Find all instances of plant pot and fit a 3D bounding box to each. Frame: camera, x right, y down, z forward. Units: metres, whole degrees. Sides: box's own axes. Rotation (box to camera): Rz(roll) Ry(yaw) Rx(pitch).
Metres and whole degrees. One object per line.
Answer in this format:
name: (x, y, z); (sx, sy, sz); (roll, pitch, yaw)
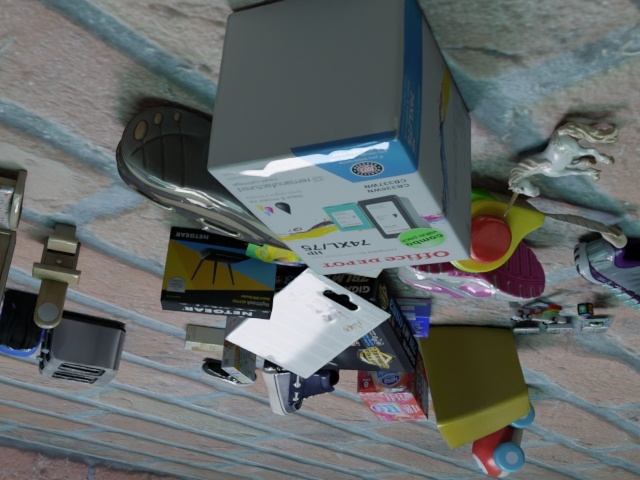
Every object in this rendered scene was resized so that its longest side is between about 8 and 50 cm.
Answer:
plant pot: (0.327, 0.292, 1.700); (0.187, 0.212, 0.212); (-14, 151, 9)

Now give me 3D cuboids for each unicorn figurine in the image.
unicorn figurine: (0.307, -0.101, 1.041); (0.111, 0.060, 0.161); (6, 138, -3)

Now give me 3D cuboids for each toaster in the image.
toaster: (-0.523, 0.243, 1.804); (0.186, 0.110, 0.168); (15, 153, -23)

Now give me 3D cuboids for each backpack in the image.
backpack: (-0.607, 0.177, 1.664); (0.098, 0.120, 0.101); (11, 153, -16)

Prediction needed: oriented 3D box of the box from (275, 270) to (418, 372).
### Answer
box: (0.008, 0.156, 1.536); (0.294, 0.073, 0.295); (-3, 146, 21)

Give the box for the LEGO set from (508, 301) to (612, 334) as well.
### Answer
LEGO set: (0.453, 0.140, 1.547); (0.183, 0.060, 0.244); (-4, 165, 15)

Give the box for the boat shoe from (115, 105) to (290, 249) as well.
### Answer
boat shoe: (-0.107, -0.069, 1.103); (0.356, 0.132, 0.130); (26, 157, -23)

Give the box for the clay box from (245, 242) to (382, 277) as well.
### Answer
clay box: (0.000, 0.000, 1.288); (0.222, 0.053, 0.127); (10, 154, -9)

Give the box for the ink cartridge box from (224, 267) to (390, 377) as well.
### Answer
ink cartridge box: (-0.024, 0.134, 1.419); (0.189, 0.066, 0.232); (31, 122, -27)

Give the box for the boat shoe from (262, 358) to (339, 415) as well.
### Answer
boat shoe: (-0.033, 0.334, 1.899); (0.158, 0.127, 0.340); (8, 155, 10)

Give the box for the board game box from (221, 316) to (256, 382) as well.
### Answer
board game box: (-0.153, 0.188, 1.585); (0.026, 0.154, 0.103); (-5, 153, 17)

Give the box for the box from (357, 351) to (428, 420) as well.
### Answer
box: (0.167, 0.317, 1.841); (0.123, 0.128, 0.257); (-4, 154, 15)

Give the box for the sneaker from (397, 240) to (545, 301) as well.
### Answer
sneaker: (0.234, 0.044, 1.309); (0.253, 0.102, 0.111); (15, 157, -8)

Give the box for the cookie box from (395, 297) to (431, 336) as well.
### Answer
cookie box: (0.168, 0.150, 1.591); (0.092, 0.040, 0.107); (3, 154, 6)

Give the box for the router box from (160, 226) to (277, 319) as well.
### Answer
router box: (-0.162, 0.054, 1.330); (0.179, 0.133, 0.046); (5, 155, -5)

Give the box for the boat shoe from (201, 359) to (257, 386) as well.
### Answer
boat shoe: (-0.221, 0.325, 2.004); (0.142, 0.049, 0.040); (14, 152, -16)

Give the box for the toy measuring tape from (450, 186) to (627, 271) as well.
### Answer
toy measuring tape: (0.276, 0.000, 1.168); (0.330, 0.121, 0.121); (13, 153, -17)

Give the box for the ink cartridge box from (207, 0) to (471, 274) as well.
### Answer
ink cartridge box: (0.038, -0.108, 0.888); (0.198, 0.197, 0.270); (-7, 153, 23)

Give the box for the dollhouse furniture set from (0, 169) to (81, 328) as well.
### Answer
dollhouse furniture set: (-0.509, 0.004, 1.229); (0.304, 0.173, 0.355); (12, 154, -17)

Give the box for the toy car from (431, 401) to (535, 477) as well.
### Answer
toy car: (0.389, 0.472, 2.080); (0.238, 0.210, 0.219); (17, 166, 2)

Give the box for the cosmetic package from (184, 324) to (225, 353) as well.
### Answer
cosmetic package: (-0.238, 0.219, 1.792); (0.115, 0.041, 0.060); (8, 154, -8)

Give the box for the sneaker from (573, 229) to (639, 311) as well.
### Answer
sneaker: (0.508, 0.050, 1.293); (0.224, 0.083, 0.098); (20, 145, -29)
